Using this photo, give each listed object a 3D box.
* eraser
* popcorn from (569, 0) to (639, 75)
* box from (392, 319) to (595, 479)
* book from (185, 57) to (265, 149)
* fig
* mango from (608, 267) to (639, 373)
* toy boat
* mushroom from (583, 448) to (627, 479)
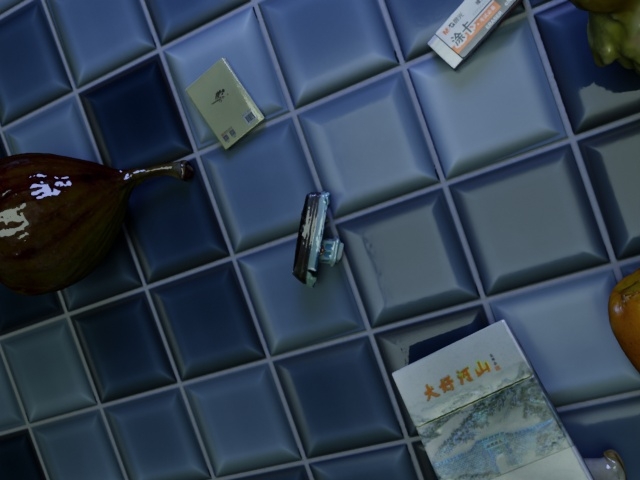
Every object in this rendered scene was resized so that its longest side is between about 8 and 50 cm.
[{"bbox_3d":[0.195,-0.277,0.745,0.052,0.029,0.122,46,107,7],"label":"eraser"},{"bbox_3d":[0.365,-0.292,0.595,0.259,0.212,0.259,11,140,9],"label":"popcorn"},{"bbox_3d":[0.219,0.250,0.736,0.164,0.069,0.256,-30,66,15],"label":"box"},{"bbox_3d":[-0.139,-0.200,0.869,0.077,0.014,0.111,-35,87,17],"label":"book"},{"bbox_3d":[-0.344,-0.055,0.892,0.321,0.217,0.216,-22,90,-9],"label":"fig"},{"bbox_3d":[0.446,0.123,0.671,0.252,0.126,0.154,40,94,1],"label":"mango"},{"bbox_3d":[0.000,0.000,0.833,0.066,0.059,0.139,9,100,-11],"label":"toy boat"},{"bbox_3d":[0.237,0.371,0.786,0.351,0.097,0.109,-35,84,16],"label":"mushroom"}]
